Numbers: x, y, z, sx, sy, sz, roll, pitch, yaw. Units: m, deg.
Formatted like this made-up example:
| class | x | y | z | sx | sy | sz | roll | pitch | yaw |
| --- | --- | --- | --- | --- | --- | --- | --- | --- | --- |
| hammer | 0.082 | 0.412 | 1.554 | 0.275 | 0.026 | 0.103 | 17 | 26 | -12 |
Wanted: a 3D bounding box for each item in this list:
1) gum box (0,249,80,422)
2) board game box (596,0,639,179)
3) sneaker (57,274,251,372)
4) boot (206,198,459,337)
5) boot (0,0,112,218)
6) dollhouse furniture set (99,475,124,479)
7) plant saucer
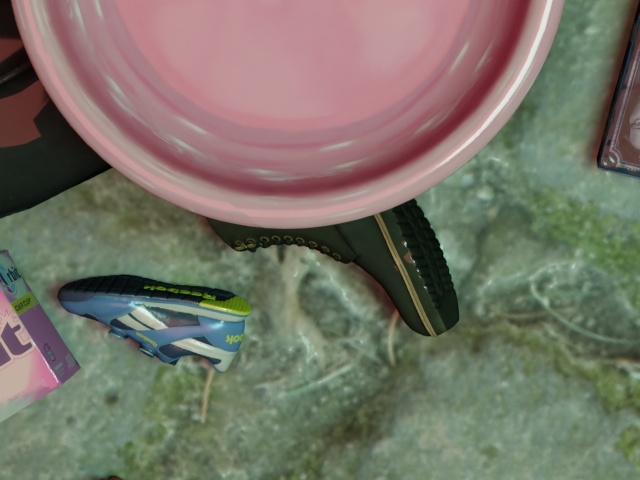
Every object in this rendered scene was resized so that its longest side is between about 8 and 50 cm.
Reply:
| class | x | y | z | sx | sy | sz | roll | pitch | yaw |
| --- | --- | --- | --- | --- | --- | --- | --- | --- | --- |
| gum box | -0.290 | 0.103 | 1.183 | 0.188 | 0.062 | 0.107 | -31 | 94 | 8 |
| board game box | 0.325 | -0.100 | 1.067 | 0.243 | 0.042 | 0.165 | 14 | 105 | 5 |
| sneaker | -0.125 | 0.061 | 1.166 | 0.144 | 0.053 | 0.059 | 11 | 107 | 6 |
| boot | 0.000 | 0.000 | 1.130 | 0.137 | 0.077 | 0.198 | -29 | 85 | 18 |
| boot | -0.247 | -0.192 | 1.070 | 0.445 | 0.146 | 0.367 | -25 | 107 | 16 |
| dollhouse furniture set | -0.188 | 0.335 | 1.079 | 0.152 | 0.374 | 0.201 | 33 | 107 | 4 |
| plant saucer | -0.019 | -0.175 | 0.958 | 0.332 | 0.084 | 0.332 | 0 | 97 | 1 |
